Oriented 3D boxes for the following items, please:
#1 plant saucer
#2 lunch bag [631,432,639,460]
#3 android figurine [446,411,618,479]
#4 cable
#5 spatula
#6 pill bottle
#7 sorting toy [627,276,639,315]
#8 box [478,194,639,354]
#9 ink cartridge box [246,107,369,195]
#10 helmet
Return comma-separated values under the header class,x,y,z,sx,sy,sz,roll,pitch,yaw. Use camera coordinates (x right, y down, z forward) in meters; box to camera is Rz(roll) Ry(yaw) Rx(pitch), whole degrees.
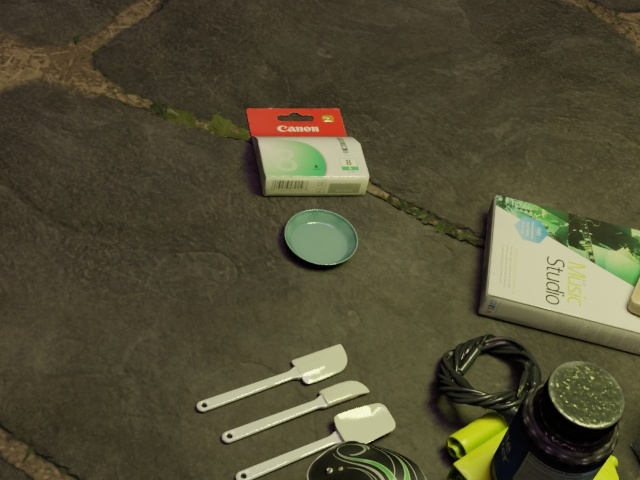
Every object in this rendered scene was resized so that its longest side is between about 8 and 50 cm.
class,x,y,z,sx,sy,sz,roll,pitch,yaw
plant saucer,0.000,0.000,1.624,0.119,0.021,0.119,6,48,-7
lunch bag,0.498,0.284,1.445,0.083,0.071,0.053,-3,45,-14
android figurine,0.288,0.333,1.363,0.273,0.056,0.248,-26,58,-31
cable,0.246,0.195,1.474,0.150,0.047,0.184,-1,26,11
spatula,-0.034,0.240,1.401,0.242,0.019,0.168,-17,55,-26
pill bottle,0.296,0.248,1.256,0.122,0.219,0.123,5,49,-6
sorting toy,0.648,0.044,1.582,0.255,0.089,0.257,21,47,19
box,0.424,0.057,1.644,0.322,0.058,0.232,15,47,-1
ink cartridge box,-0.026,-0.171,1.755,0.181,0.056,0.225,-1,50,-14
helmet,0.065,0.339,1.237,0.169,0.169,0.161,-30,44,-33
